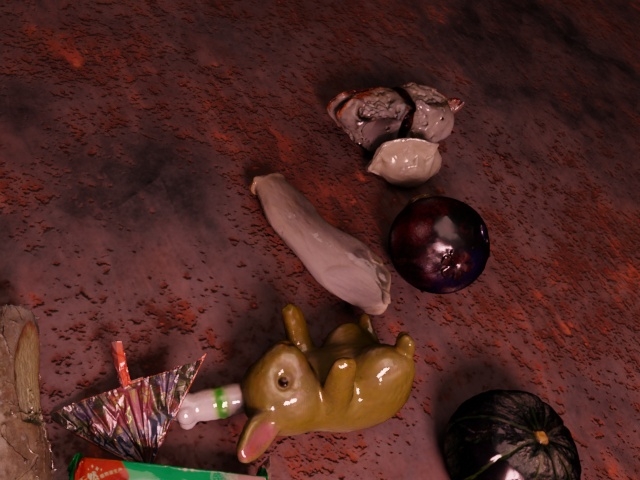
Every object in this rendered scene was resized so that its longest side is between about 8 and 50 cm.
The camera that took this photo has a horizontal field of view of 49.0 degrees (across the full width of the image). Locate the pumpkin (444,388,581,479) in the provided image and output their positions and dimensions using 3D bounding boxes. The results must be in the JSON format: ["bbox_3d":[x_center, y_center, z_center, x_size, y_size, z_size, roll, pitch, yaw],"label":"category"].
[{"bbox_3d":[0.306,0.343,1.125,0.220,0.162,0.220,17,49,-20],"label":"pumpkin"}]

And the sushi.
[{"bbox_3d":[0.167,-0.269,1.542,0.332,0.124,0.130,-14,52,-31],"label":"sushi"}]

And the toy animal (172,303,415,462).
[{"bbox_3d":[-0.028,0.208,1.052,0.363,0.180,0.181,0,16,-31],"label":"toy animal"}]

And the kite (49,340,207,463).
[{"bbox_3d":[-0.262,0.232,0.997,0.232,0.009,0.189,-17,85,-10],"label":"kite"}]

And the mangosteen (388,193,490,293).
[{"bbox_3d":[0.220,-0.005,1.344,0.194,0.194,0.230,15,26,-14],"label":"mangosteen"}]

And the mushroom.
[{"bbox_3d":[-0.002,0.000,1.281,0.351,0.097,0.109,43,49,13],"label":"mushroom"}]

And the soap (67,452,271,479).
[{"bbox_3d":[-0.199,0.375,0.907,0.273,0.098,0.218,14,45,-18],"label":"soap"}]

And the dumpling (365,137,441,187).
[{"bbox_3d":[0.192,-0.175,1.474,0.169,0.134,0.100,22,52,-15],"label":"dumpling"}]

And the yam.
[{"bbox_3d":[-0.425,0.215,0.893,0.154,0.154,0.254,-2,61,-26],"label":"yam"}]
